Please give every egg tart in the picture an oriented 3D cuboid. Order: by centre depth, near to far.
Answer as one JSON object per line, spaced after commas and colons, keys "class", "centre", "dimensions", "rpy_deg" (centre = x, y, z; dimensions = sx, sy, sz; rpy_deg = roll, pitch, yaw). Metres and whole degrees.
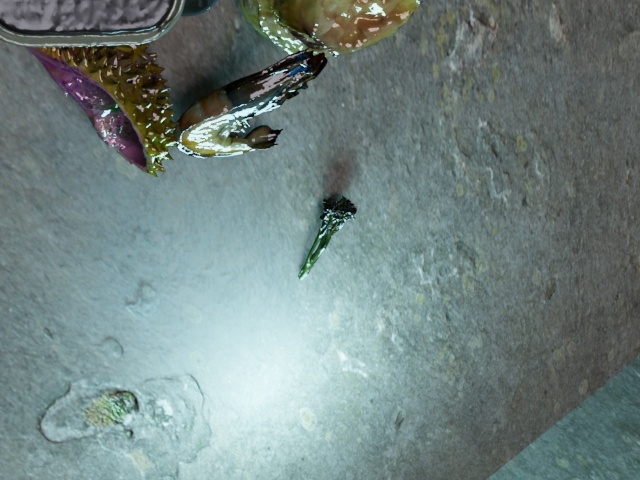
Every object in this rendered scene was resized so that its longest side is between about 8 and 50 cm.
{"class": "egg tart", "centre": [0.045, -0.401, 1.226], "dimensions": [0.351, 0.150, 0.352], "rpy_deg": [-15, 148, -10]}

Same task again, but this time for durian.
{"class": "durian", "centre": [-0.287, -0.209, 1.181], "dimensions": [0.153, 0.186, 0.260], "rpy_deg": [-35, 148, -3]}

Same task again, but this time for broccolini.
{"class": "broccolini", "centre": [-0.002, -0.007, 1.615], "dimensions": [0.074, 0.058, 0.201], "rpy_deg": [20, 123, -28]}

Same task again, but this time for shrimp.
{"class": "shrimp", "centre": [-0.096, -0.210, 1.314], "dimensions": [0.290, 0.054, 0.222], "rpy_deg": [-29, 160, 16]}

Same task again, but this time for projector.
{"class": "projector", "centre": [-0.315, -0.390, 0.955], "dimensions": [0.248, 0.249, 0.249], "rpy_deg": [-10, 124, -30]}

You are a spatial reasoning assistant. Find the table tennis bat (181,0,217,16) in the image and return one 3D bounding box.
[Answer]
{"class": "table tennis bat", "centre": [-0.167, -0.384, 1.152], "dimensions": [0.201, 0.033, 0.124], "rpy_deg": [2, 127, 9]}
